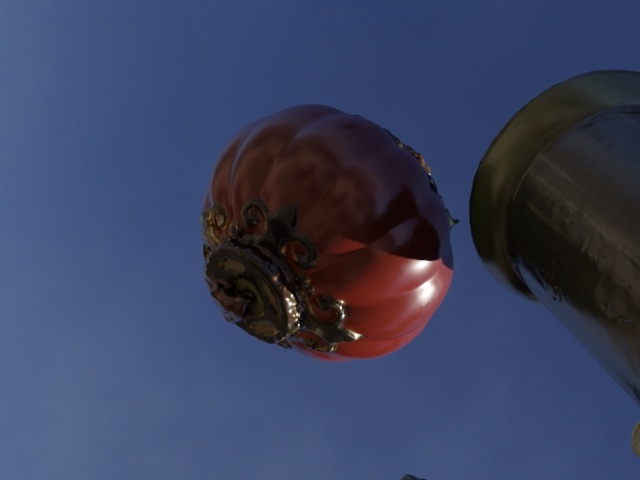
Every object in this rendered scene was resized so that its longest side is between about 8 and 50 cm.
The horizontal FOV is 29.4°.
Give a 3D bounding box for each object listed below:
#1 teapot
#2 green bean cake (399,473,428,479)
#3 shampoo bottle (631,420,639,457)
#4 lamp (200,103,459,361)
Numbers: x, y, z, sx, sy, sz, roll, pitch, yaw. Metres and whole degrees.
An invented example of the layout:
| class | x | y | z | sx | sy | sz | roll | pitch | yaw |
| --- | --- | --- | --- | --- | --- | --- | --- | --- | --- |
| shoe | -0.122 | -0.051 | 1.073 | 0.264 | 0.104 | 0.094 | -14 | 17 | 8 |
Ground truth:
| class | x | y | z | sx | sy | sz | roll | pitch | yaw |
| --- | --- | --- | --- | --- | --- | --- | --- | --- | --- |
| teapot | 0.270 | 0.007 | 0.822 | 0.270 | 0.200 | 0.337 | -64 | -153 | 18 |
| green bean cake | 0.088 | 0.397 | 1.217 | 0.307 | 0.169 | 0.300 | -69 | -164 | -5 |
| shampoo bottle | 0.453 | 0.264 | 1.486 | 0.056 | 0.195 | 0.056 | -24 | -127 | 37 |
| lamp | 0.000 | 0.000 | 1.012 | 0.227 | 0.227 | 0.226 | 6 | -82 | 53 |
